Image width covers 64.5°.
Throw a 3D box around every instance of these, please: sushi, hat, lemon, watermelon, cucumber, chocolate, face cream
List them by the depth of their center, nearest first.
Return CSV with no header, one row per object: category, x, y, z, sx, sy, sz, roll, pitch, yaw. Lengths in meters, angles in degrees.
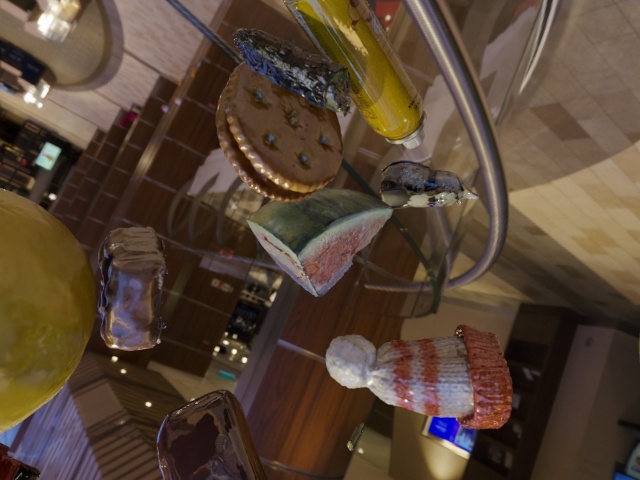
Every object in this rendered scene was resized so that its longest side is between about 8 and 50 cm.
hat,0.086,0.125,0.474,0.162,0.094,0.112,0,162,3
cucumber,-0.034,-0.189,0.549,0.181,0.053,0.053,34,176,26
lemon,-0.449,0.086,0.622,0.348,0.348,0.348,22,170,4
chocolate,-0.300,0.065,0.801,0.093,0.148,0.214,4,-165,-26
face cream,0.081,-0.280,0.834,0.105,0.105,0.349,12,155,45
watermelon,0.000,0.000,1.001,0.261,0.201,0.213,-23,-147,-31
sushi,0.302,-0.163,1.422,0.273,0.109,0.134,-2,162,7

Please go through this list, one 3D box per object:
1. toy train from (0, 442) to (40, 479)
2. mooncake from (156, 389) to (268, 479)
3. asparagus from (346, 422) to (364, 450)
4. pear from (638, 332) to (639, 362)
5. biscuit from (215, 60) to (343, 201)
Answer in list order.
toy train,-0.735,0.464,1.021,0.231,0.163,0.369,13,146,10
mooncake,-0.208,0.469,1.031,0.326,0.174,0.334,68,170,-19
asparagus,0.085,0.465,1.207,0.021,0.025,0.108,25,-162,15
pear,0.388,0.101,0.342,0.399,0.399,0.165,24,163,-7
biscuit,-0.056,-0.168,0.763,0.220,0.220,0.066,29,147,-32
